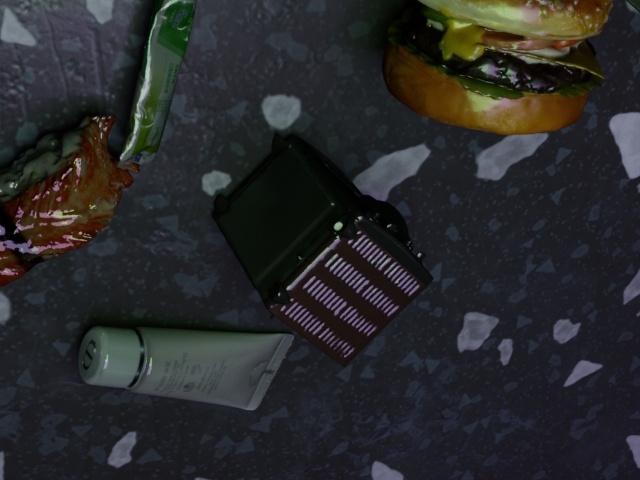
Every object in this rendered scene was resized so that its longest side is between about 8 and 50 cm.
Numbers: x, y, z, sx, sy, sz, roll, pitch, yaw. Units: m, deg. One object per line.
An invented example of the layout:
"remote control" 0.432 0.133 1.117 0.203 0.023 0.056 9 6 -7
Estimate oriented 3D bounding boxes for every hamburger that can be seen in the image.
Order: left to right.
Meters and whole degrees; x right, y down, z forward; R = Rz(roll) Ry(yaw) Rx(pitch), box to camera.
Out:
"hamburger" 0.214 -0.268 1.242 0.291 0.291 0.225 -2 124 -22

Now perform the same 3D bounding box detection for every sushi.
"sushi" -0.372 -0.028 1.231 0.332 0.130 0.124 -27 130 0

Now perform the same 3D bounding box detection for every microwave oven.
"microwave oven" 0.000 0.002 1.327 0.188 0.247 0.178 -46 128 9

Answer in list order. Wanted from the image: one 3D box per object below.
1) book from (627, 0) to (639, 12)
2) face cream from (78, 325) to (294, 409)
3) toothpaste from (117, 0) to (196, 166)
"book" 0.429 -0.445 1.377 0.289 0.026 0.201 26 107 -33
"face cream" -0.186 0.178 1.451 0.314 0.089 0.143 13 112 -37
"toothpaste" -0.194 -0.206 1.226 0.078 0.047 0.247 -22 131 -65
